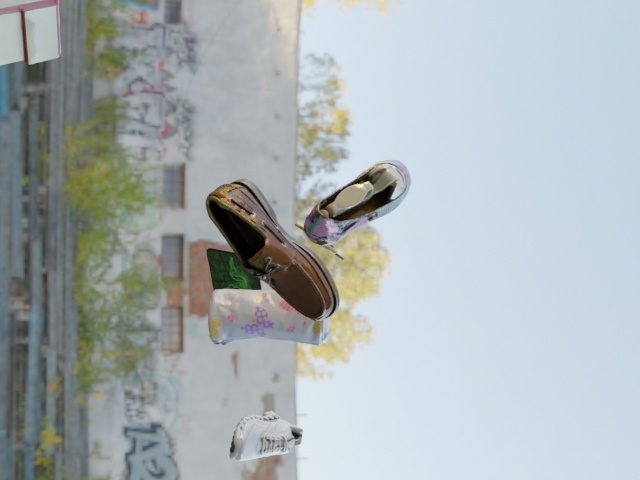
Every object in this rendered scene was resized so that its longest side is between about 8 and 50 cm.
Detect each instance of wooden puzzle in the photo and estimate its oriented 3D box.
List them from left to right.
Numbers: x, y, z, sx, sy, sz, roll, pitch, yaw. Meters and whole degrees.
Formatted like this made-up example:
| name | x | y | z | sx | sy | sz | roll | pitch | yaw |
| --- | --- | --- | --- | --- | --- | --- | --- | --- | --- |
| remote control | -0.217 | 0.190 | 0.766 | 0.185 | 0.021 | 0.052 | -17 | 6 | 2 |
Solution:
| name | x | y | z | sx | sy | sz | roll | pitch | yaw |
| --- | --- | --- | --- | --- | --- | --- | --- | --- | --- |
| wooden puzzle | 0.000 | 0.000 | 1.956 | 0.014 | 0.116 | 0.078 | -54 | -146 | -4 |

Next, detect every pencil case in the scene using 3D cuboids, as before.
| name | x | y | z | sx | sy | sz | roll | pitch | yaw |
| --- | --- | --- | --- | --- | --- | --- | --- | --- | --- |
| pencil case | -0.115 | 0.170 | 1.981 | 0.113 | 0.273 | 0.124 | 85 | 6 | -54 |

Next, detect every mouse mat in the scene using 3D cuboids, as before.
| name | x | y | z | sx | sy | sz | roll | pitch | yaw |
| --- | --- | --- | --- | --- | --- | --- | --- | --- | --- |
| mouse mat | -0.215 | 0.110 | 2.274 | 0.007 | 0.152 | 0.190 | -48 | 139 | -48 |

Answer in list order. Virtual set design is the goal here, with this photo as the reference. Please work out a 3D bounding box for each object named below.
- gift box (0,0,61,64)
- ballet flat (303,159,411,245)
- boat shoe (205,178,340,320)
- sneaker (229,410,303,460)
| name | x | y | z | sx | sy | sz | roll | pitch | yaw |
| --- | --- | --- | --- | --- | --- | --- | --- | --- | --- |
| gift box | -0.456 | -0.372 | 1.070 | 0.276 | 0.258 | 0.255 | 55 | -32 | 25 |
| ballet flat | 0.068 | -0.068 | 1.310 | 0.077 | 0.221 | 0.079 | 50 | -32 | 10 |
| boat shoe | -0.095 | 0.031 | 1.596 | 0.307 | 0.104 | 0.111 | 48 | -58 | 6 |
| sneaker | -0.138 | 0.509 | 2.302 | 0.292 | 0.118 | 0.110 | -1 | 105 | -67 |
